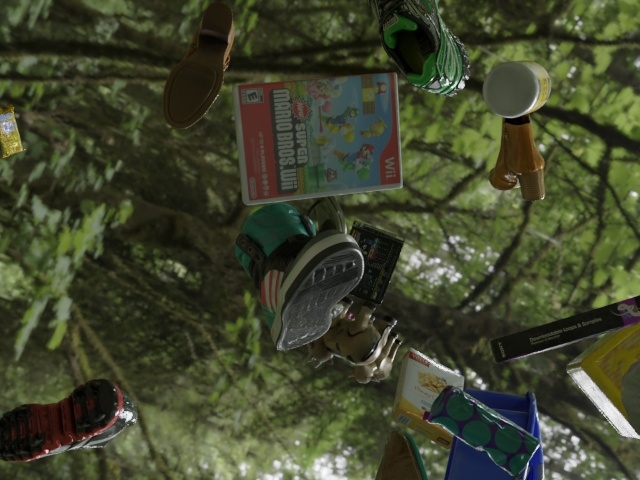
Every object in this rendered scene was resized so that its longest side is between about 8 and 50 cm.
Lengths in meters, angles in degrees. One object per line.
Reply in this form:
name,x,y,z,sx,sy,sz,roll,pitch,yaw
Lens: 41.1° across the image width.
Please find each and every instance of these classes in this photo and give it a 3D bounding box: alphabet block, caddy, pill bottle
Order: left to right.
caddy,0.334,0.446,1.634,0.241,0.179,0.341,-33,135,-75
pill bottle,0.431,-0.330,1.849,0.117,0.117,0.215,-57,167,24
alphabet block,0.626,0.260,1.676,0.193,0.192,0.197,-40,168,-1

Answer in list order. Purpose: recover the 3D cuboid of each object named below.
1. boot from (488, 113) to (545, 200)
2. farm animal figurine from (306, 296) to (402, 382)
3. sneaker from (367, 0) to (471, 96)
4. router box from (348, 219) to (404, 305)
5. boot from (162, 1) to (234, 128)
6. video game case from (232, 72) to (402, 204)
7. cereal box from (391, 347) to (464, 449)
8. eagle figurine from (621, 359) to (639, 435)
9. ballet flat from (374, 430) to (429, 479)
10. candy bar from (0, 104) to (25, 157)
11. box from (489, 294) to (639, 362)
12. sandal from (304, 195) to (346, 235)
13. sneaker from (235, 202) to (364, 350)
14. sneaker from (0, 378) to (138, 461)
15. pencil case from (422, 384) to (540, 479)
boot,0.482,-0.228,2.130,0.295,0.104,0.211,-120,-164,-73
farm animal figurine,0.061,0.237,1.998,0.172,0.330,0.327,-61,-168,-14
sneaker,0.161,-0.433,1.609,0.134,0.146,0.343,-36,-106,29
router box,0.079,0.038,1.446,0.038,0.092,0.122,-68,178,-72
boot,-0.173,-0.240,1.256,0.152,0.073,0.197,151,-37,-79
video game case,-0.002,-0.176,1.473,0.025,0.285,0.204,-138,-138,-72
cereal box,0.278,0.399,2.182,0.047,0.173,0.240,-56,-172,35
eagle figurine,0.498,0.226,0.955,0.226,0.298,0.225,-24,-116,29
ballet flat,0.110,0.422,1.082,0.116,0.124,0.342,132,-59,-77
candy bar,-0.512,-0.176,1.402,0.018,0.040,0.161,63,-20,14
box,0.266,0.099,0.926,0.116,0.162,0.029,32,39,-74
sandal,0.001,0.002,1.948,0.120,0.086,0.303,-144,-136,-59
sneaker,-0.034,0.017,1.159,0.178,0.124,0.295,66,-24,21
sneaker,-0.429,0.315,1.449,0.276,0.135,0.097,-21,-116,17
pencil case,0.221,0.261,1.171,0.064,0.152,0.070,-54,176,-47
